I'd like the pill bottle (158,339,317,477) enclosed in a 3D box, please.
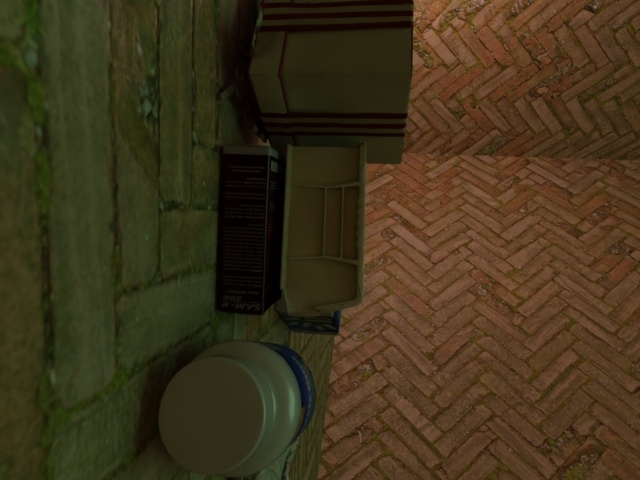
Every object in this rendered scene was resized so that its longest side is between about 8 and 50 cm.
[{"bbox_3d":[-0.092,0.205,0.577,0.272,0.152,0.153,66,28,-75],"label":"pill bottle"}]

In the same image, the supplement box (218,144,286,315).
[{"bbox_3d":[-0.101,-0.017,0.702,0.130,0.073,0.240,-23,116,-83],"label":"supplement box"}]

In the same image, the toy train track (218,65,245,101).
[{"bbox_3d":[-0.129,-0.218,0.646,0.083,0.014,0.048,-68,168,-50],"label":"toy train track"}]

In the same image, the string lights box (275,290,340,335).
[{"bbox_3d":[-0.021,0.175,1.151,0.260,0.133,0.077,74,20,-66],"label":"string lights box"}]

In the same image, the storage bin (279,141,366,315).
[{"bbox_3d":[0.000,0.000,0.784,0.262,0.123,0.261,107,-15,-80],"label":"storage bin"}]

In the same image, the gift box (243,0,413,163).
[{"bbox_3d":[0.012,-0.292,0.728,0.276,0.257,0.255,78,16,-60],"label":"gift box"}]

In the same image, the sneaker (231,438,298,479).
[{"bbox_3d":[-0.103,0.378,0.782,0.118,0.109,0.293,-34,127,-69],"label":"sneaker"}]
